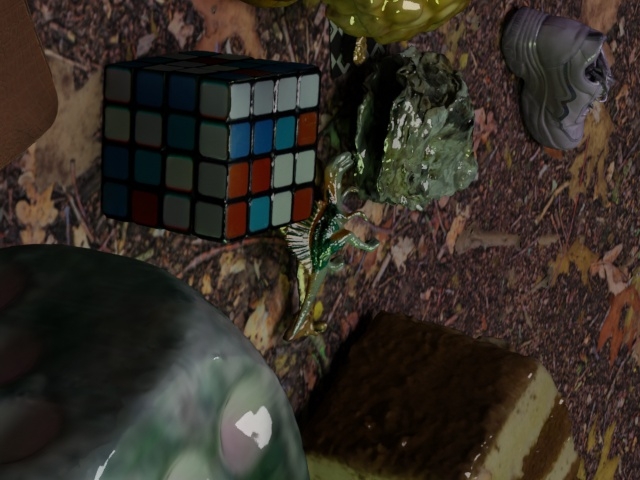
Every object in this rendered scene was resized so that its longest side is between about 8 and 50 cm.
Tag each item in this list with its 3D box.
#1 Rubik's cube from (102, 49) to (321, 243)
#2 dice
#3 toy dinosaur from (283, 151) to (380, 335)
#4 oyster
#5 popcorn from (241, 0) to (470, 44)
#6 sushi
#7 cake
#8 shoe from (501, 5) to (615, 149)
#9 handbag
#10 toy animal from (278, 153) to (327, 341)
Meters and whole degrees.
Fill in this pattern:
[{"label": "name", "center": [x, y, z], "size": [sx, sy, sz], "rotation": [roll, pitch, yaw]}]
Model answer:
[{"label": "Rubik's cube", "center": [-0.104, -0.095, 1.817], "size": [0.154, 0.151, 0.155], "rotation": [-17, 115, -57]}, {"label": "dice", "center": [-0.225, 0.223, 1.541], "size": [0.328, 0.348, 0.330], "rotation": [-48, 140, -42]}, {"label": "toy dinosaur", "center": [-0.003, 0.000, 2.034], "size": [0.187, 0.044, 0.106], "rotation": [-49, 127, -9]}, {"label": "oyster", "center": [0.116, -0.127, 2.206], "size": [0.268, 0.112, 0.198], "rotation": [-24, 124, -61]}, {"label": "popcorn", "center": [0.050, -0.327, 1.946], "size": [0.332, 0.225, 0.265], "rotation": [-36, 122, -20]}, {"label": "sushi", "center": [0.054, -0.252, 2.142], "size": [0.126, 0.026, 0.120], "rotation": [-34, 127, -51]}, {"label": "cake", "center": [0.148, 0.267, 2.258], "size": [0.282, 0.256, 0.290], "rotation": [-55, 146, -35]}, {"label": "shoe", "center": [0.333, -0.207, 2.511], "size": [0.095, 0.137, 0.245], "rotation": [-56, 143, -25]}, {"label": "handbag", "center": [-0.300, -0.149, 1.554], "size": [0.151, 0.072, 0.193], "rotation": [-48, 140, -40]}, {"label": "toy animal", "center": [-0.031, -0.013, 2.064], "size": [0.149, 0.054, 0.275], "rotation": [-55, 143, -29]}]
